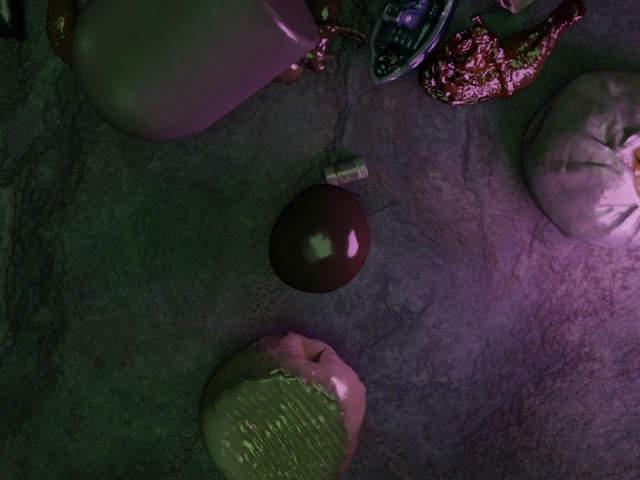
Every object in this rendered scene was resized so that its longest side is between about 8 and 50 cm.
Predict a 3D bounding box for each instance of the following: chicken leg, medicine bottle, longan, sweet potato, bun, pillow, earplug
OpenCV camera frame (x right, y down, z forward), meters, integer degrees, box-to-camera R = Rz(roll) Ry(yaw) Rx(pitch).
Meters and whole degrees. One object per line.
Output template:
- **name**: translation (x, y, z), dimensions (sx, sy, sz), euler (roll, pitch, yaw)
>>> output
- **chicken leg**: translation (0.338, -0.354, 1.447), dimensions (0.323, 0.083, 0.177), euler (-11, 135, -3)
- **medicine bottle**: translation (0.051, -0.137, 1.543), dimensions (0.083, 0.047, 0.047), euler (-16, 102, 5)
- **longan**: translation (0.000, 0.000, 1.504), dimensions (0.197, 0.196, 0.220), euler (34, 94, -7)
- **sweet potato**: translation (-0.494, -0.438, 1.473), dimensions (0.068, 0.068, 0.226), euler (-1, 103, 1)
- **bun**: translation (-0.075, 0.345, 1.583), dimensions (0.360, 0.211, 0.359), euler (3, 113, 7)
- **pillow**: translation (-0.676, -0.463, 1.477), dimensions (0.208, 0.055, 0.141), euler (6, 112, 1)
- **earplug**: translation (-0.244, -0.361, 1.359), dimensions (0.394, 0.312, 0.312), euler (-33, 101, 21)
- **bun**: translation (0.555, -0.150, 1.457), dimensions (0.355, 0.194, 0.354), euler (0, 102, -1)

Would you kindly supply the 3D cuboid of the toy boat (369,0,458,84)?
- **toy boat**: translation (0.173, -0.425, 1.412), dimensions (0.129, 0.142, 0.309), euler (33, 105, 23)

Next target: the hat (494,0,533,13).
- **hat**: translation (0.356, -0.554, 1.395), dimensions (0.232, 0.161, 0.275), euler (-36, 124, 1)

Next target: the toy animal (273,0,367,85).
- **toy animal**: translation (-0.005, -0.398, 1.469), dimensions (0.186, 0.094, 0.214), euler (4, 96, -5)
